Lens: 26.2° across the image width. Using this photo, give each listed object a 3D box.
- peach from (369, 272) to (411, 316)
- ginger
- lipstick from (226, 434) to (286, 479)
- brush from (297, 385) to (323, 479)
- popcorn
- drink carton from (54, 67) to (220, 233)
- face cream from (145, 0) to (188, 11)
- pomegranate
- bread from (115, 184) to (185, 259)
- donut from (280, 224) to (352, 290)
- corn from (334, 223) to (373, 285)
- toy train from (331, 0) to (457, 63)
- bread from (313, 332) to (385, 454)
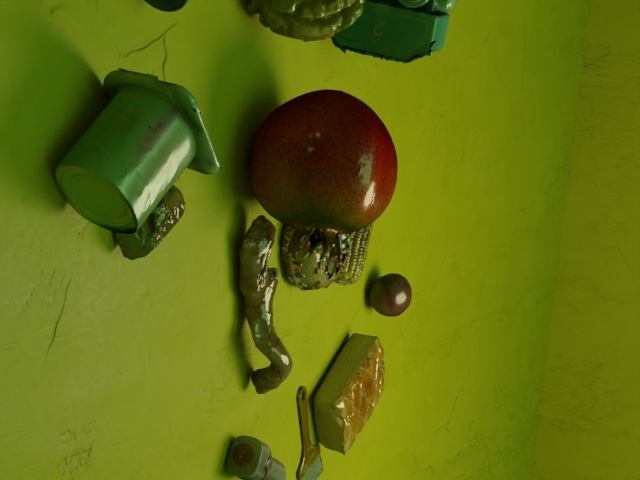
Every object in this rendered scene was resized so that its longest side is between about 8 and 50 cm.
[{"bbox_3d":[0.130,0.102,2.527,0.083,0.083,0.083,9,90,-67],"label":"peach"},{"bbox_3d":[-0.084,0.100,2.061,0.089,0.075,0.288,-50,138,-58],"label":"ginger"},{"bbox_3d":[-0.087,0.356,2.155,0.186,0.057,0.063,48,54,-64],"label":"lipstick"},{"bbox_3d":[-0.024,0.335,2.347,0.083,0.011,0.205,-48,139,-51],"label":"brush"},{"bbox_3d":[-0.016,-0.367,1.932,0.142,0.173,0.173,29,72,-77],"label":"popcorn"},{"bbox_3d":[-0.224,-0.096,1.593,0.142,0.144,0.146,-55,146,-28],"label":"drink carton"},{"bbox_3d":[-0.146,-0.387,1.722,0.077,0.077,0.250,76,30,-42],"label":"face cream"},{"bbox_3d":[0.001,-0.091,2.000,0.221,0.221,0.256,35,60,-64],"label":"pomegranate"},{"bbox_3d":[-0.210,-0.029,1.729,0.110,0.060,0.066,-53,159,-47],"label":"bread"},{"bbox_3d":[0.000,0.000,2.209,0.174,0.068,0.174,8,90,-67],"label":"donut"},{"bbox_3d":[0.056,-0.023,2.329,0.072,0.072,0.203,38,63,-64],"label":"corn"},{"bbox_3d":[0.110,-0.368,2.169,0.112,0.203,0.163,-29,133,-65],"label":"toy train"},{"bbox_3d":[0.053,0.270,2.424,0.188,0.068,0.125,-55,146,-45],"label":"bread"}]
